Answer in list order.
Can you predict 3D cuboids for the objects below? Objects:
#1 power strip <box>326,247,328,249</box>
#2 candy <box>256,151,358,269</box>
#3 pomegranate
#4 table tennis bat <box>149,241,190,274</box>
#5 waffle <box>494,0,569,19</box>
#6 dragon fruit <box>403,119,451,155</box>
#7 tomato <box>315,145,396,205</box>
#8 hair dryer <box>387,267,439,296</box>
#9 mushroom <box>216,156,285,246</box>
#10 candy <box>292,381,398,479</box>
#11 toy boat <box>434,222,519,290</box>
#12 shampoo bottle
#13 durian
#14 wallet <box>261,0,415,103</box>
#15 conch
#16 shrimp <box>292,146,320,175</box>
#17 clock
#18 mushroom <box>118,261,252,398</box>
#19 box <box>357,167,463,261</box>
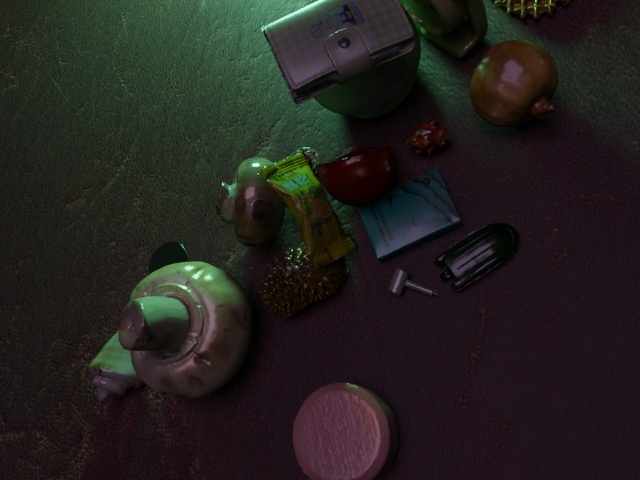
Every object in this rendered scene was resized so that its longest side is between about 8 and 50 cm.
[{"bbox_3d":[0.000,0.000,1.564,0.136,0.051,0.019,30,83,30],"label":"power strip"},{"bbox_3d":[-0.025,-0.082,1.486,0.081,0.187,0.297,-38,83,41],"label":"candy"},{"bbox_3d":[0.459,-0.373,1.411,0.207,0.207,0.207,-8,70,22],"label":"pomegranate"},{"bbox_3d":[-0.433,0.113,1.735,0.138,0.022,0.246,-31,62,12],"label":"table tennis bat"},{"bbox_3d":[0.560,-0.680,1.542,0.229,0.051,0.231,-40,63,7],"label":"waffle"},{"bbox_3d":[0.271,-0.259,1.508,0.116,0.086,0.081,-19,61,6],"label":"dragon fruit"},{"bbox_3d":[0.099,-0.161,1.501,0.201,0.233,0.139,-11,98,14],"label":"tomato"},{"bbox_3d":[0.230,0.117,1.436,0.125,0.038,0.063,21,84,21],"label":"hair dryer"},{"bbox_3d":[-0.180,-0.104,1.572,0.184,0.255,0.254,13,76,-7],"label":"mushroom"},{"bbox_3d":[0.056,0.458,1.360,0.256,0.094,0.255,-8,70,22],"label":"candy"},{"bbox_3d":[0.368,0.032,1.390,0.210,0.052,0.104,-35,60,8],"label":"toy boat"},{"bbox_3d":[0.091,-0.493,1.536,0.323,0.317,0.322,-9,69,23],"label":"shampoo bottle"},{"bbox_3d":[-0.070,0.094,1.522,0.250,0.138,0.183,-31,72,18],"label":"durian"},{"bbox_3d":[0.040,-0.468,1.351,0.310,0.077,0.223,-24,71,6],"label":"wallet"},{"bbox_3d":[-0.567,0.327,1.662,0.159,0.127,0.254,5,75,26],"label":"conch"},{"bbox_3d":[-0.050,-0.188,1.658,0.091,0.034,0.160,6,75,25],"label":"shrimp"},{"bbox_3d":[0.271,-0.639,1.486,0.117,0.348,0.286,-44,61,5],"label":"clock"},{"bbox_3d":[-0.369,0.222,1.524,0.325,0.353,0.353,25,84,55],"label":"mushroom"},{"bbox_3d":[0.223,-0.063,1.490,0.227,0.042,0.160,-26,64,14],"label":"box"}]
